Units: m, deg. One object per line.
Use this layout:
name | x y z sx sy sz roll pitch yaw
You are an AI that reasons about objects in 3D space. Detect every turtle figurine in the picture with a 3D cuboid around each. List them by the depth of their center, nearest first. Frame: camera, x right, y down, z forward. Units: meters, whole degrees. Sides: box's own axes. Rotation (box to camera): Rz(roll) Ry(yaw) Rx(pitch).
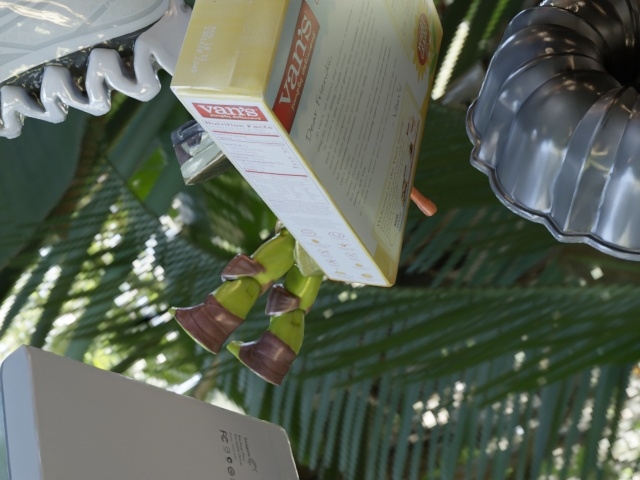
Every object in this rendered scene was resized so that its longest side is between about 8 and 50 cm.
turtle figurine | 0.000 0.000 0.871 0.087 0.217 0.269 33 179 33

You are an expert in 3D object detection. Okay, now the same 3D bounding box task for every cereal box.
cereal box | 0.008 -0.095 0.592 0.240 0.047 0.172 53 -133 -63

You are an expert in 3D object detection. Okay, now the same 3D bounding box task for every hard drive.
hard drive | -0.138 0.247 1.104 0.353 0.047 0.233 27 -144 -45

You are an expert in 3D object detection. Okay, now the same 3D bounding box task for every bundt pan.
bundt pan | 0.306 -0.138 1.109 0.124 0.331 0.330 90 -179 -45

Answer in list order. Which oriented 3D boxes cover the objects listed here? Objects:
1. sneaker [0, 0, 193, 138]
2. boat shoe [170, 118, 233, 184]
sneaker | -0.219 -0.106 0.680 0.110 0.292 0.118 -123 11 -64
boat shoe | -0.075 -0.138 1.195 0.073 0.224 0.080 57 -148 5
